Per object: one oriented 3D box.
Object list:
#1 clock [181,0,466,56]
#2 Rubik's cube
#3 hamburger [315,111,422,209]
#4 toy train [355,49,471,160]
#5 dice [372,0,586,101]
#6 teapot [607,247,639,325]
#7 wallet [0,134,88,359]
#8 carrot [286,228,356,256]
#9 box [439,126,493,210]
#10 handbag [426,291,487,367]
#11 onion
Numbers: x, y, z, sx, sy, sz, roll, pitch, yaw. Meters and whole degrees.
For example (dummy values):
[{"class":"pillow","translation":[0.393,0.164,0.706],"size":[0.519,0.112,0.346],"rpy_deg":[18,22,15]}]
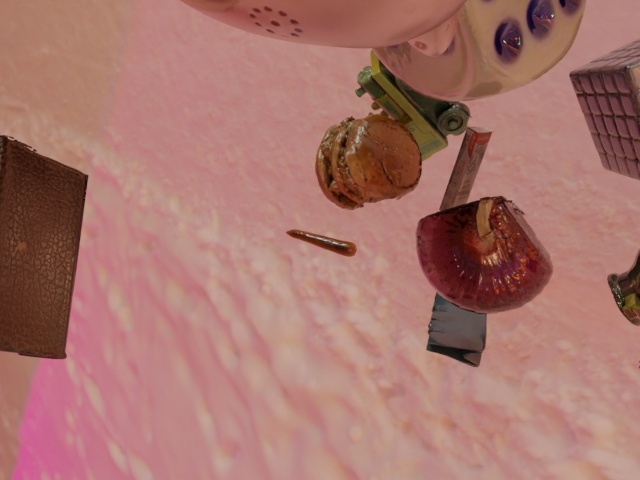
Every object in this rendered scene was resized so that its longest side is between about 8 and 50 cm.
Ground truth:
[{"class":"clock","translation":[-0.016,-0.328,0.543],"size":[0.377,0.250,0.368],"rpy_deg":[33,155,3]},{"class":"Rubik's cube","translation":[0.658,-0.268,1.161],"size":[0.237,0.238,0.236],"rpy_deg":[-94,-20,-77]},{"class":"hamburger","translation":[0.126,-0.209,1.589],"size":[0.211,0.261,0.244],"rpy_deg":[-7,92,54]},{"class":"toy train","translation":[0.235,-0.376,1.630],"size":[0.237,0.369,0.150],"rpy_deg":[-28,44,30]},{"class":"dice","translation":[0.241,-0.430,1.042],"size":[0.304,0.277,0.304],"rpy_deg":[29,154,53]},{"class":"teapot","translation":[0.527,0.078,0.964],"size":[0.119,0.166,0.130],"rpy_deg":[-37,89,37]},{"class":"wallet","translation":[-0.345,0.012,0.722],"size":[0.039,0.133,0.243],"rpy_deg":[-9,71,29]},{"class":"carrot","translation":[0.000,0.000,1.507],"size":[0.190,0.037,0.037],"rpy_deg":[18,115,17]},{"class":"box","translation":[0.338,-0.160,1.433],"size":[0.039,0.055,0.218],"rpy_deg":[41,130,39]},{"class":"handbag","translation":[0.349,0.213,1.556],"size":[0.144,0.221,0.057],"rpy_deg":[12,126,11]},{"class":"onion","translation":[0.334,0.038,1.259],"size":[0.256,0.273,0.230],"rpy_deg":[-18,86,44]}]
